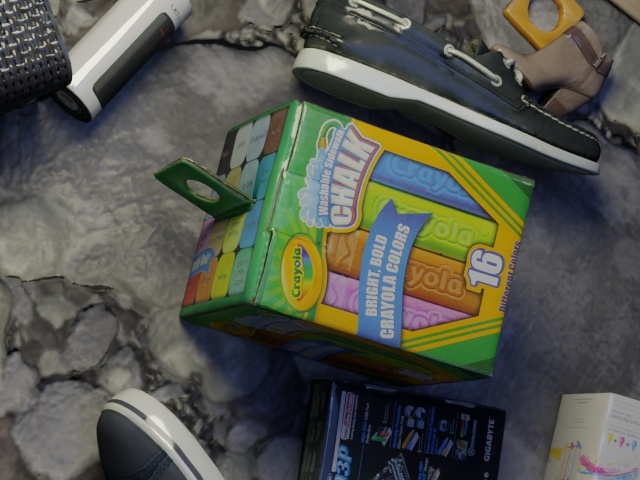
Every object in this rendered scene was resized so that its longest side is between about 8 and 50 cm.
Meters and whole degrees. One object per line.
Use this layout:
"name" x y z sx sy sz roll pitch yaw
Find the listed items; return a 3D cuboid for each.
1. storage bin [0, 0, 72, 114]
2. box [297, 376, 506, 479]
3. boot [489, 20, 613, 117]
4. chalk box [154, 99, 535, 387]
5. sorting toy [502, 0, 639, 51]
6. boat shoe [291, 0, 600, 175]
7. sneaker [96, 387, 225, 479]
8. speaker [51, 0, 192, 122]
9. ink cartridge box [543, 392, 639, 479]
"storage bin" -0.279 -0.191 1.516 0.084 0.122 0.180 -22 93 -23
"box" 0.064 0.241 1.655 0.175 0.051 0.220 12 80 -21
"boot" 0.218 -0.170 1.758 0.087 0.042 0.118 -49 124 -4
"chalk box" 0.000 0.000 1.585 0.289 0.180 0.179 17 78 -19
"sorting toy" 0.297 -0.323 1.812 0.196 0.047 0.347 32 74 -17
"boat shoe" 0.126 -0.140 1.686 0.303 0.114 0.091 21 83 -20
"sneaker" -0.115 0.282 1.535 0.127 0.126 0.321 -33 99 -28
"speaker" -0.170 -0.166 1.596 0.055 0.055 0.136 45 70 -13
"ink cartridge box" 0.264 0.219 1.720 0.092 0.090 0.143 18 78 -20
